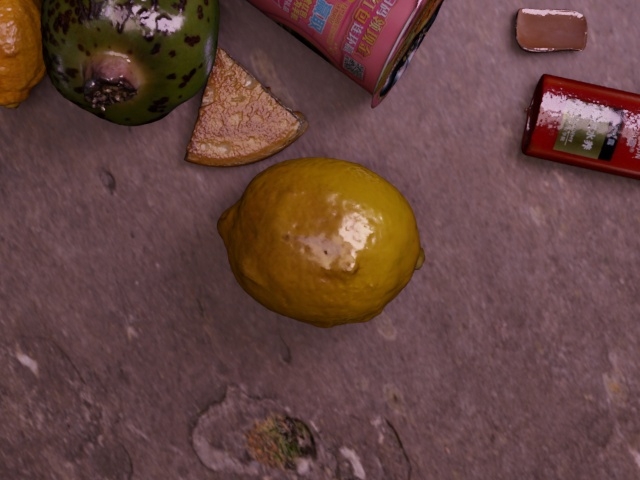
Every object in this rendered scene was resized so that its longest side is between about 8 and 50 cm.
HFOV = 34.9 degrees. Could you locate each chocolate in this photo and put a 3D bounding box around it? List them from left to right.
[{"bbox_3d":[0.319,-0.290,1.419,0.100,0.031,0.065,-2,84,-1],"label":"chocolate"}]

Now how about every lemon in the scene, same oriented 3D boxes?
[{"bbox_3d":[-0.435,-0.273,1.396,0.142,0.142,0.187,-6,105,4],"label":"lemon"},{"bbox_3d":[0.000,0.000,1.391,0.288,0.233,0.234,7,102,3],"label":"lemon"}]

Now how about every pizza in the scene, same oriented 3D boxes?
[{"bbox_3d":[-0.130,-0.188,1.455,0.184,0.036,0.176,-26,97,9],"label":"pizza"}]

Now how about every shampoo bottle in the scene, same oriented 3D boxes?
[{"bbox_3d":[0.442,-0.143,1.420,0.314,0.076,0.118,13,99,0],"label":"shampoo bottle"}]

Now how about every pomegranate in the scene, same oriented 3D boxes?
[{"bbox_3d":[-0.254,-0.266,1.336,0.254,0.271,0.254,4,139,4],"label":"pomegranate"}]

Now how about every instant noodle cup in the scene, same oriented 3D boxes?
[{"bbox_3d":[0.026,-0.337,1.336,0.255,0.244,0.244,31,101,4],"label":"instant noodle cup"}]
